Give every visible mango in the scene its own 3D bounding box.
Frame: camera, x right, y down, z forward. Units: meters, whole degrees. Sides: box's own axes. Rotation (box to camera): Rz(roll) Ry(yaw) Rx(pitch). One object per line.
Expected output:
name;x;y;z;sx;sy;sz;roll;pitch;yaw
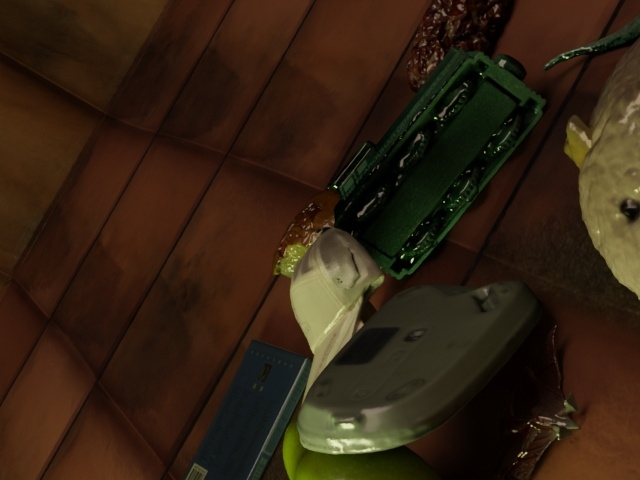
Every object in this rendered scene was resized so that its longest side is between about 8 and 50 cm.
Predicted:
mango;0.043;0.268;1.328;0.143;0.175;0.293;-50;22;-4

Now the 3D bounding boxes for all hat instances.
hat;-0.001;0.114;1.539;0.226;0.164;0.219;-52;-13;-16

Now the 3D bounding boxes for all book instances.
book;-0.111;0.276;1.789;0.191;0.025;0.269;8;70;62

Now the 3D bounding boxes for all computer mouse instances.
computer mouse;0.110;0.133;1.316;0.197;0.095;0.331;-8;21;40

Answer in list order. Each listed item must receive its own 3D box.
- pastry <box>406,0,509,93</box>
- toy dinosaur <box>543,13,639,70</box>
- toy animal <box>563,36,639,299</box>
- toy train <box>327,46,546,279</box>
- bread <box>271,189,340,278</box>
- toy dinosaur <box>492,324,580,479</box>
pastry;0.189;-0.293;1.780;0.209;0.097;0.115;-64;15;-7
toy dinosaur;0.393;-0.306;1.429;0.383;0.076;0.129;156;118;-63
toy animal;0.349;-0.108;1.161;0.226;0.188;0.358;17;77;59
toy train;0.137;-0.116;1.634;0.330;0.138;0.178;-52;21;14
bread;0.001;-0.008;1.818;0.156;0.086;0.125;-24;41;50
toy dinosaur;0.216;0.187;1.269;0.108;0.032;0.220;-11;55;55
